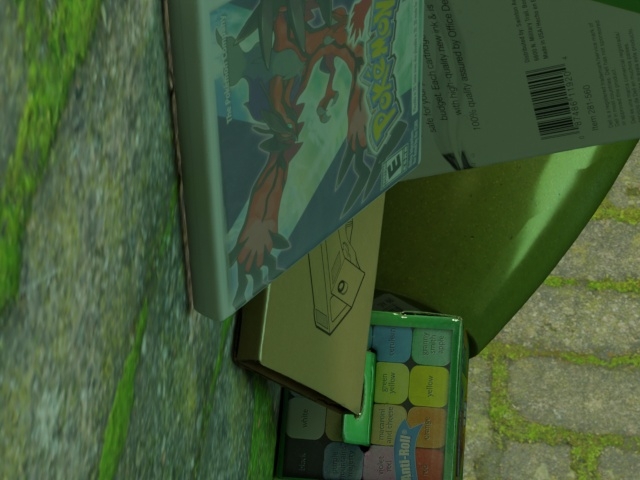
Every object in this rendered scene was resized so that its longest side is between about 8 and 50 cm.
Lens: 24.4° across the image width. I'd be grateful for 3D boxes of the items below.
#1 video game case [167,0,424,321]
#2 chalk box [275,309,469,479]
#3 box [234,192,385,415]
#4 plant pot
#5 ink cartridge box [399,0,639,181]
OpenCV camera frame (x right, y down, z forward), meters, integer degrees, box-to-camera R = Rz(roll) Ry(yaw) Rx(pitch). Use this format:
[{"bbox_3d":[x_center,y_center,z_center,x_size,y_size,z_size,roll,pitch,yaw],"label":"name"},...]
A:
[{"bbox_3d":[-0.004,-0.084,0.747,0.183,0.023,0.201,-39,141,-39],"label":"video game case"},{"bbox_3d":[0.044,0.122,1.122,0.213,0.132,0.132,51,44,-79],"label":"chalk box"},{"bbox_3d":[0.000,0.000,0.964,0.164,0.021,0.201,36,57,-60],"label":"box"},{"bbox_3d":[0.133,-0.049,1.366,0.275,0.274,0.294,77,35,-66],"label":"plant pot"},{"bbox_3d":[0.086,-0.130,0.863,0.093,0.219,0.160,-79,156,-53],"label":"ink cartridge box"}]
